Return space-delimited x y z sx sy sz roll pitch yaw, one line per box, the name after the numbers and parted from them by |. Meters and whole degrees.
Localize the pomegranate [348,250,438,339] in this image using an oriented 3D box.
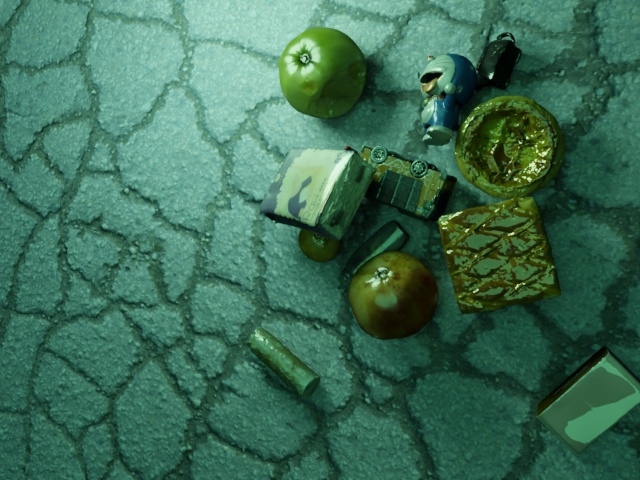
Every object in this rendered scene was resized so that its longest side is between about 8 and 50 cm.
0.207 0.170 1.838 0.252 0.270 0.229 -35 46 -14 | pomegranate

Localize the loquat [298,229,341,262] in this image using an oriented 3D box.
0.000 0.000 1.970 0.141 0.141 0.141 -1 88 21 | loquat

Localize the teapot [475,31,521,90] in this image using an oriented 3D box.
0.489 -0.503 1.825 0.096 0.087 0.177 29 99 43 | teapot

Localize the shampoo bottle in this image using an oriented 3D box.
0.159 0.040 1.949 0.233 0.049 0.087 -42 72 15 | shampoo bottle

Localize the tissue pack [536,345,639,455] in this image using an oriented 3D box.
0.699 0.412 1.670 0.246 0.159 0.136 -47 75 13 | tissue pack

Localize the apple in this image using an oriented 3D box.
0.004 -0.504 1.930 0.279 0.279 0.279 -1 88 21 | apple

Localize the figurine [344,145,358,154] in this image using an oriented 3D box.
0.081 -0.237 1.994 0.060 0.047 0.106 40 114 55 | figurine

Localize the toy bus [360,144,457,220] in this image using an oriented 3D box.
0.241 -0.165 1.878 0.275 0.138 0.167 21 98 22 | toy bus

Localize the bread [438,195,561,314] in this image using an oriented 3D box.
0.484 0.042 1.738 0.279 0.207 0.279 -11 84 22 | bread

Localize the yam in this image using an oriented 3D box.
-0.119 0.383 2.027 0.259 0.093 0.093 39 102 19 | yam

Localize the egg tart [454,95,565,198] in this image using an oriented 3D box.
0.517 -0.253 1.777 0.290 0.115 0.290 2 95 18 | egg tart

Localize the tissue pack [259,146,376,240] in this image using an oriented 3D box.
-0.016 -0.145 1.879 0.343 0.125 0.242 16 77 56 | tissue pack

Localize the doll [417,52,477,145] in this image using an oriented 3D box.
0.342 -0.399 1.823 0.161 0.215 0.257 16 79 -9 | doll
